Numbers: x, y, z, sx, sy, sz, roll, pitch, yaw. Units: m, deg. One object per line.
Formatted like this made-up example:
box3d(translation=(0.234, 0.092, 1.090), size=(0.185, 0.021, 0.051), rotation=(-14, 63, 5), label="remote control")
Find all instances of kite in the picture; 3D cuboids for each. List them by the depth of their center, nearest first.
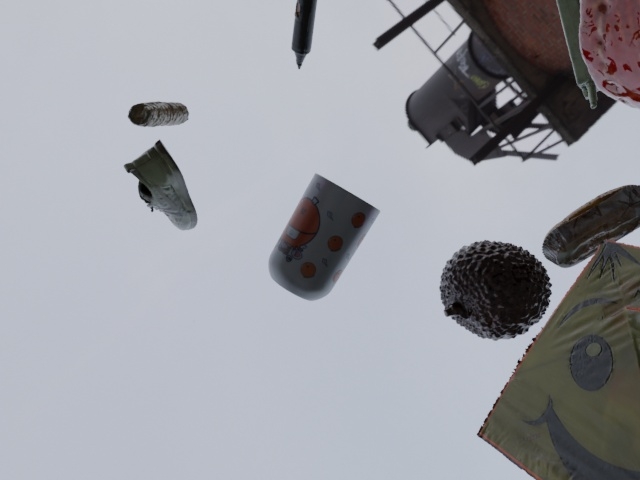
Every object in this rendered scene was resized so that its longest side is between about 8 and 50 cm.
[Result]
box3d(translation=(0.305, 0.122, 0.505), size=(0.013, 0.377, 0.327), rotation=(31, -133, -23), label="kite")

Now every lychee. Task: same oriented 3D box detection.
box3d(translation=(0.456, 0.132, 1.385), size=(0.304, 0.276, 0.276), rotation=(-27, -92, -14), label="lychee")

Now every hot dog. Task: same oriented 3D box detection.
box3d(translation=(0.644, -0.037, 1.218), size=(0.268, 0.075, 0.144), rotation=(-28, -52, 5), label="hot dog")

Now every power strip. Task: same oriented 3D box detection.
box3d(translation=(0.620, -0.443, 1.227), size=(0.093, 0.053, 0.288), rotation=(9, -111, -48), label="power strip")

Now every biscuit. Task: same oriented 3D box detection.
box3d(translation=(-0.355, -0.285, 1.172), size=(0.061, 0.219, 0.055), rotation=(-11, -77, 14), label="biscuit")

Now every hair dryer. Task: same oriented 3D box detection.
box3d(translation=(-0.052, -0.595, 1.336), size=(0.189, 0.352, 0.107), rotation=(-16, -128, -25), label="hair dryer")

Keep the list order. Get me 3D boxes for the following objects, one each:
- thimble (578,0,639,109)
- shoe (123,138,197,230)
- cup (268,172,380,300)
box3d(translation=(0.527, -0.319, 0.656), size=(0.350, 0.230, 0.350), rotation=(-10, -62, -19), label="thimble")
box3d(translation=(-0.349, -0.103, 1.160), size=(0.098, 0.275, 0.103), rotation=(-27, -122, -15), label="shoe")
box3d(translation=(0.000, 0.000, 1.472), size=(0.212, 0.212, 0.317), rotation=(29, -84, -8), label="cup")
